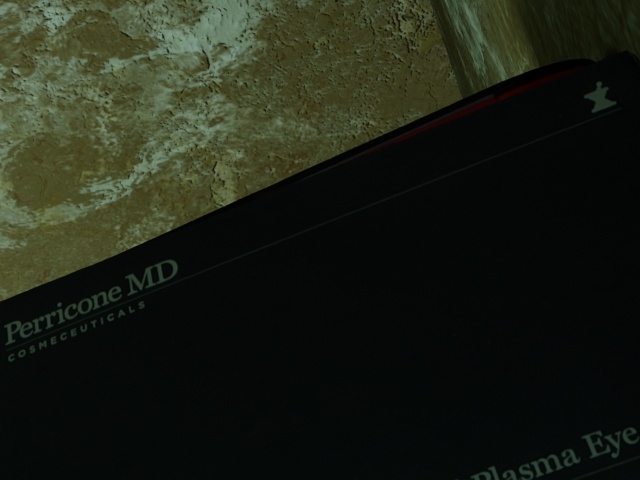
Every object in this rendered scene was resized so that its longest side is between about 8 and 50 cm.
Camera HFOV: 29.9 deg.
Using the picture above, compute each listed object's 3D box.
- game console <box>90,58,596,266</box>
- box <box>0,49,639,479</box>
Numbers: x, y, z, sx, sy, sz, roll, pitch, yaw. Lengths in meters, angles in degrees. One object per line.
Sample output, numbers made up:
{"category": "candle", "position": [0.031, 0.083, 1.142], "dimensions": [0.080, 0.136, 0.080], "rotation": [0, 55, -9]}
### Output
{"category": "game console", "position": [0.000, 0.000, 0.788], "dimensions": [0.342, 0.386, 0.060], "rotation": [5, -118, -84]}
{"category": "box", "position": [0.047, 0.135, 0.527], "dimensions": [0.179, 0.343, 0.313], "rotation": [61, -169, -51]}
